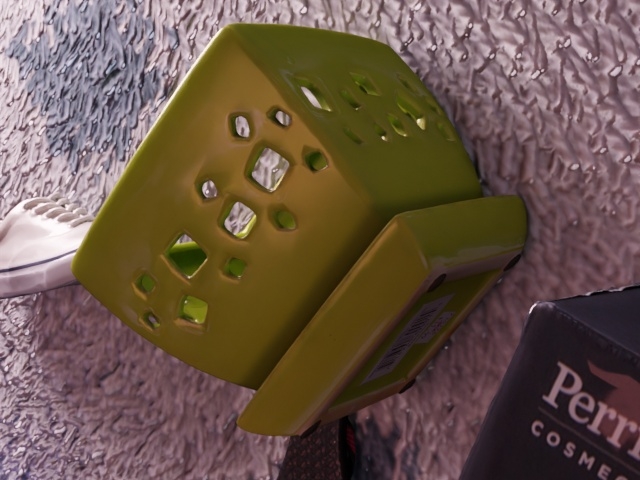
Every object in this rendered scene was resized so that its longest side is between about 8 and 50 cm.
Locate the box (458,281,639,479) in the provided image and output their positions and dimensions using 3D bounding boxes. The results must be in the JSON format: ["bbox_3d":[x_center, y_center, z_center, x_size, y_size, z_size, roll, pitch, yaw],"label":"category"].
[{"bbox_3d":[0.275,0.334,0.625,0.480,0.297,0.472,31,108,32],"label":"box"}]

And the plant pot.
[{"bbox_3d":[0.000,0.000,0.860,0.207,0.227,0.228,47,116,19],"label":"plant pot"}]

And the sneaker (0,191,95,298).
[{"bbox_3d":[-0.251,0.000,1.126,0.258,0.094,0.091,-11,90,38],"label":"sneaker"}]

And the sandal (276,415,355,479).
[{"bbox_3d":[0.003,0.170,0.983,0.067,0.040,0.179,3,79,32],"label":"sandal"}]
